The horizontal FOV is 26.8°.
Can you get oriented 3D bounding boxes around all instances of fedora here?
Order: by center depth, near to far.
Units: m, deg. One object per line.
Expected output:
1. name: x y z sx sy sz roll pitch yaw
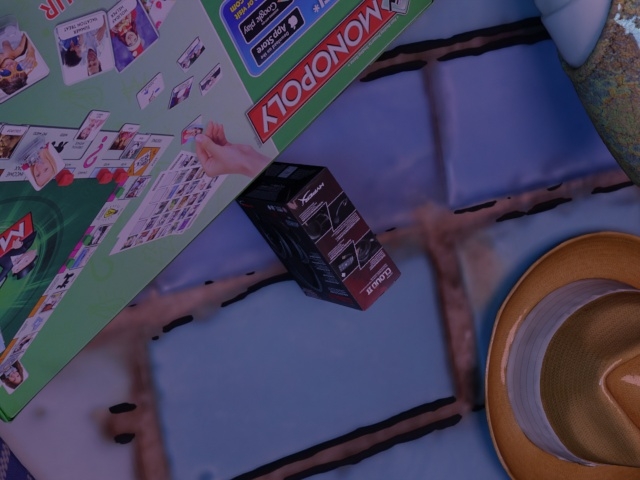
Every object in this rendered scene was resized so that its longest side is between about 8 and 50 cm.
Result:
1. fedora: 0.192 0.087 0.824 0.194 0.079 0.194 -4 97 -30

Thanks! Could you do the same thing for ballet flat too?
1. ballet flat: 0.165 -0.207 0.767 0.123 0.123 0.349 3 95 -31

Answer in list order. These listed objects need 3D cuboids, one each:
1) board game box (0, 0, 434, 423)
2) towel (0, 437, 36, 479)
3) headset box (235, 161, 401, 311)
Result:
1. board game box: -0.090 -0.101 0.612 0.317 0.046 0.213 -46 133 -23
2. towel: -0.166 0.129 0.541 0.040 0.243 0.336 -30 113 6
3. headset box: 0.000 0.000 0.711 0.032 0.062 0.083 -43 115 -19
